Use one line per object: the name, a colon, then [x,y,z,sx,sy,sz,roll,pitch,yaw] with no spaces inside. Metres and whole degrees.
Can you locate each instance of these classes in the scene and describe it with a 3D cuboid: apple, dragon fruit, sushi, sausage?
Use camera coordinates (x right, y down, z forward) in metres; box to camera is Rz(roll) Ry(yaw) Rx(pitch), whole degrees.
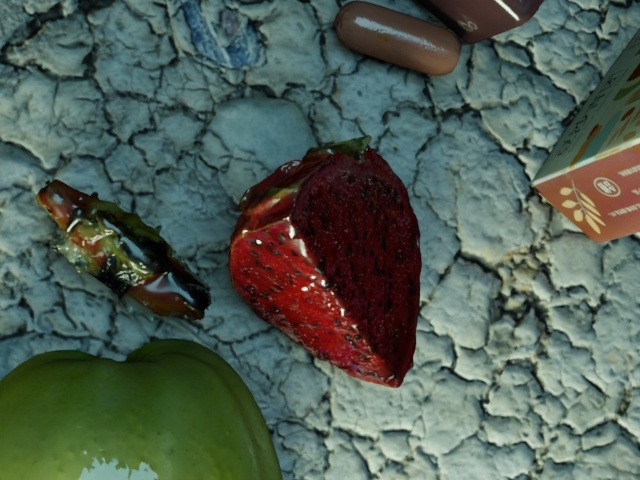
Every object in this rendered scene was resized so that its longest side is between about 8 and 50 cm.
apple: [-0.217,0.285,1.699,0.320,0.312,0.360,8,78,-60]
dragon fruit: [0.000,0.000,1.776,0.317,0.152,0.205,58,44,-39]
sushi: [-0.218,0.015,1.729,0.226,0.097,0.103,41,116,-11]
sausage: [0.090,-0.239,1.871,0.154,0.062,0.062,17,78,-13]

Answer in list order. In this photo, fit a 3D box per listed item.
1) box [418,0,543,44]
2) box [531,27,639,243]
box: [0.219,-0.380,1.865,0.167,0.193,0.294,42,74,-12]
box: [0.447,-0.186,1.795,0.122,0.385,0.344,39,74,-8]
